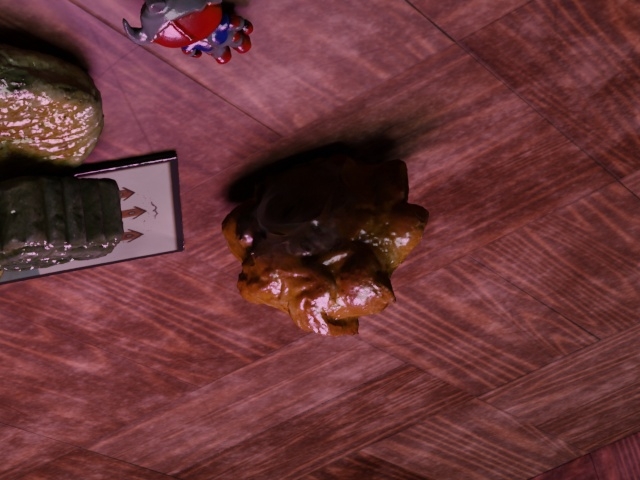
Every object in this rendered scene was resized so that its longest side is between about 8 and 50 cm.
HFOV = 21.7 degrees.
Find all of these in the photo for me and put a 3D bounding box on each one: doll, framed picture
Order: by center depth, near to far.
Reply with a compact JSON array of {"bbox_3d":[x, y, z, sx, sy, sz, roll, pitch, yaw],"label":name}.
[{"bbox_3d":[-0.137,-0.234,1.775,0.104,0.062,0.195,-8,165,26],"label":"doll"},{"bbox_3d":[-0.336,-0.018,2.118,0.324,0.013,0.244,-10,152,-8],"label":"framed picture"}]

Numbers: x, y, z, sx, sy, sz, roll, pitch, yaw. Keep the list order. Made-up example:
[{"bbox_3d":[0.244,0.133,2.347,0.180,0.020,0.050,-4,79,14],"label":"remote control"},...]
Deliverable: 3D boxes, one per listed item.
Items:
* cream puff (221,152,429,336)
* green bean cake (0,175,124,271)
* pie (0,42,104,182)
[{"bbox_3d":[0.000,0.000,2.115,0.269,0.241,0.155,6,154,26],"label":"cream puff"},{"bbox_3d":[-0.347,-0.015,1.952,0.185,0.094,0.183,-11,175,35],"label":"green bean cake"},{"bbox_3d":[-0.369,-0.129,1.841,0.277,0.078,0.277,-15,161,-5],"label":"pie"}]
